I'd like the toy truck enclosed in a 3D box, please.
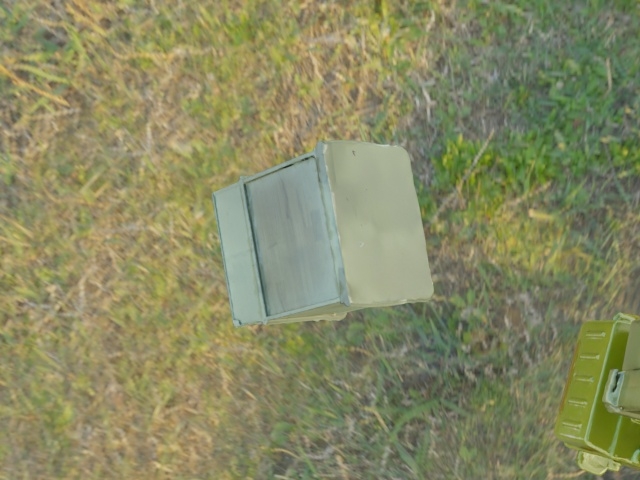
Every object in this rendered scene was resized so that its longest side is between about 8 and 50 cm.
[{"bbox_3d":[0.370,0.160,0.979,0.254,0.405,0.180,21,82,-9],"label":"toy truck"}]

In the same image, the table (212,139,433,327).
[{"bbox_3d":[0.000,0.000,0.517,0.083,0.062,0.079,-17,79,43],"label":"table"}]
